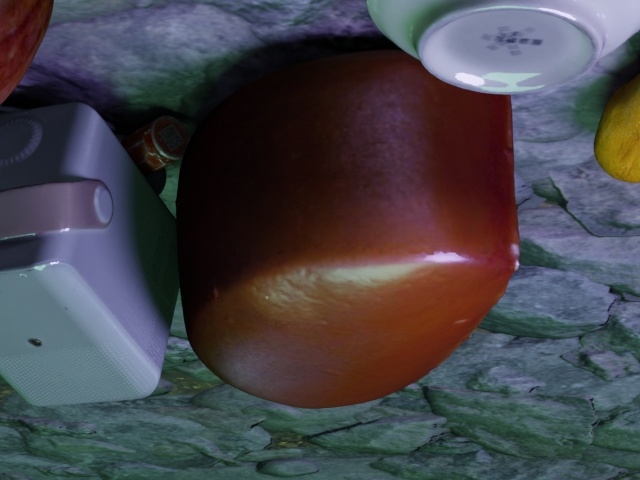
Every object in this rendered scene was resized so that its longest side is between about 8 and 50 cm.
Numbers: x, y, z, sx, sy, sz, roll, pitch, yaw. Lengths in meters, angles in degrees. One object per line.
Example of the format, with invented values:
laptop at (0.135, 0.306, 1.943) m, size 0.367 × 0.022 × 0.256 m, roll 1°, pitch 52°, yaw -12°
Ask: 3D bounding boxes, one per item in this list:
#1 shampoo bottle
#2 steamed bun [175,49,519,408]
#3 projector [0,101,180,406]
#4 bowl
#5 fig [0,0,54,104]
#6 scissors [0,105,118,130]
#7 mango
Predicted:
shampoo bottle at (-0.198, -0.059, 1.691) m, size 0.108 × 0.051 × 0.221 m, roll 24°, pitch 150°, yaw -33°
steamed bun at (0.000, 0.000, 1.579) m, size 0.248 × 0.235 × 0.379 m, roll 5°, pitch 158°, yaw -15°
projector at (-0.230, 0.008, 1.588) m, size 0.163 × 0.177 × 0.242 m, roll -9°, pitch 142°, yaw 23°
bowl at (0.128, -0.184, 1.277) m, size 0.237 × 0.126 × 0.238 m, roll 3°, pitch 157°, yaw 1°
fig at (-0.249, -0.185, 1.279) m, size 0.249 × 0.186 × 0.203 m, roll -35°, pitch -167°, yaw -21°
scissors at (-0.322, -0.118, 1.595) m, size 0.300 × 0.022 × 0.109 m, roll 6°, pitch 158°, yaw -9°
mango at (0.281, -0.104, 1.528) m, size 0.098 × 0.075 × 0.190 m, roll -3°, pitch 152°, yaw -11°
